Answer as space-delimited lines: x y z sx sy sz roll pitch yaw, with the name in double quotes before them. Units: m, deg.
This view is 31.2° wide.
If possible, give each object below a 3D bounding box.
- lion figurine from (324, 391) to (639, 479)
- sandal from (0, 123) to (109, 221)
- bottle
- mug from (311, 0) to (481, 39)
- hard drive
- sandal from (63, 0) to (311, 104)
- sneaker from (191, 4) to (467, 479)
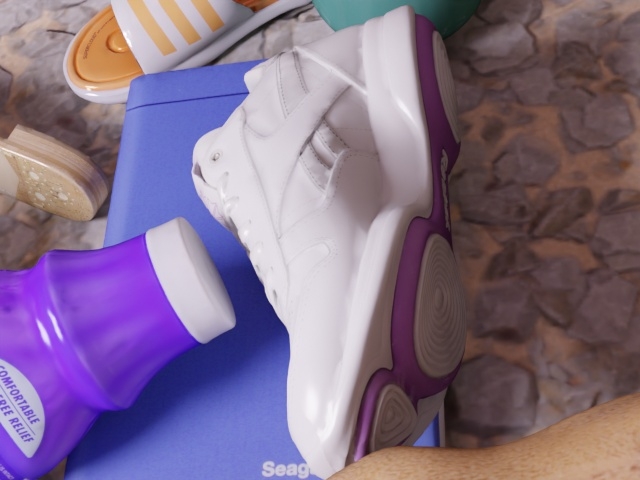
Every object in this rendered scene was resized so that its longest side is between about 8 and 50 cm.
"lion figurine" 0.117 0.109 0.478 0.392 0.240 0.142 -26 54 -3
"sandal" -0.265 -0.046 0.779 0.240 0.088 0.079 17 56 19
"bottle" -0.184 0.078 0.614 0.283 0.118 0.092 -26 21 3
"mug" 0.042 -0.201 0.789 0.158 0.097 0.129 36 73 22
"hard drive" -0.033 0.018 0.703 0.210 0.040 0.318 -5 55 11
"sandal" -0.079 -0.199 0.841 0.265 0.076 0.102 -30 54 -7
"sneaker" 0.000 0.000 0.624 0.152 0.114 0.305 -9 45 16
